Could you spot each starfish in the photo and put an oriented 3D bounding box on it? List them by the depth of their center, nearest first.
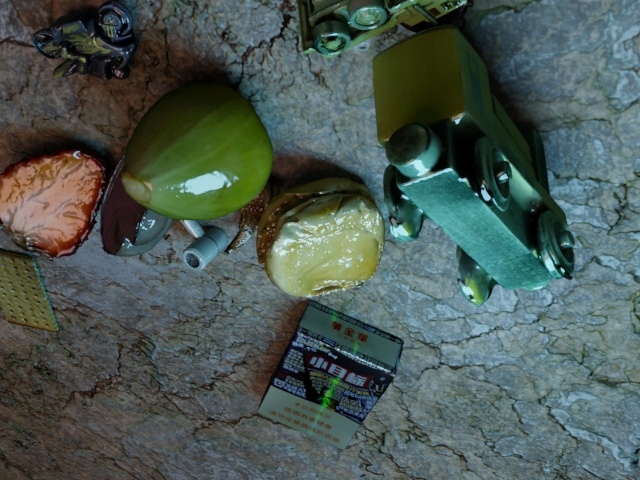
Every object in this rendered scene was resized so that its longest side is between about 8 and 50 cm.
[{"bbox_3d":[-0.137,-0.043,1.611,0.189,0.074,0.146,8,136,17],"label":"starfish"}]

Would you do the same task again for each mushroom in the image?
[{"bbox_3d":[-0.293,-0.064,1.611,0.141,0.117,0.188,36,114,34],"label":"mushroom"}]

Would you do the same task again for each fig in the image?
[{"bbox_3d":[-0.193,-0.124,1.451,0.207,0.230,0.207,53,167,18],"label":"fig"}]

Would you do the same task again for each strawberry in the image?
[{"bbox_3d":[-0.457,-0.084,1.697,0.236,0.111,0.190,-37,102,18],"label":"strawberry"}]

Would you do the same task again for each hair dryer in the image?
[{"bbox_3d":[-0.228,-0.022,1.677,0.047,0.082,0.137,-25,104,39],"label":"hair dryer"}]

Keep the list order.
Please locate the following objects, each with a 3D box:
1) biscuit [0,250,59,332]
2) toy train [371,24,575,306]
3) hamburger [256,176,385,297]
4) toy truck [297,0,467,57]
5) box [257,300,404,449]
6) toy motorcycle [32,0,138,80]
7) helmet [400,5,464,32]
[{"bbox_3d":[-0.626,0.105,2.005,0.139,0.016,0.232,10,136,14],"label":"biscuit"},{"bbox_3d":[0.202,-0.084,1.241,0.160,0.253,0.397,-19,146,27],"label":"toy train"},{"bbox_3d":[0.000,-0.001,1.524,0.213,0.108,0.214,-10,133,-12],"label":"hamburger"},{"bbox_3d":[0.101,-0.309,1.151,0.259,0.128,0.135,-24,151,35],"label":"toy truck"},{"bbox_3d":[0.014,0.266,1.848,0.198,0.084,0.310,24,138,-1],"label":"box"},{"bbox_3d":[-0.344,-0.291,1.463,0.193,0.061,0.124,-12,129,30],"label":"toy motorcycle"},{"bbox_3d":[0.144,-0.322,1.228,0.089,0.057,0.111,43,130,-15],"label":"helmet"}]
